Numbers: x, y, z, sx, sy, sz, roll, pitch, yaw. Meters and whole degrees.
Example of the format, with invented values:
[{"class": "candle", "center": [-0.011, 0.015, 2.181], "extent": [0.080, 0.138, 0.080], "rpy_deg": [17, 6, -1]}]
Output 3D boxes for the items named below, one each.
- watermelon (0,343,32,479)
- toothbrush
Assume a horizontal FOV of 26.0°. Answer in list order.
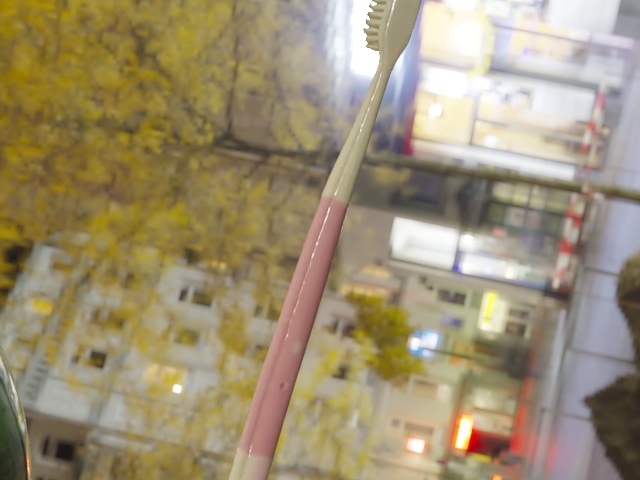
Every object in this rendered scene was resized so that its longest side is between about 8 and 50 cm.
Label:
[{"class": "watermelon", "center": [-0.209, 0.082, 0.418], "extent": [0.242, 0.242, 0.242], "rpy_deg": [12, -90, -82]}, {"class": "toothbrush", "center": [0.000, 0.000, 0.698], "extent": [0.025, 0.020, 0.286], "rpy_deg": [17, 89, 55]}]
